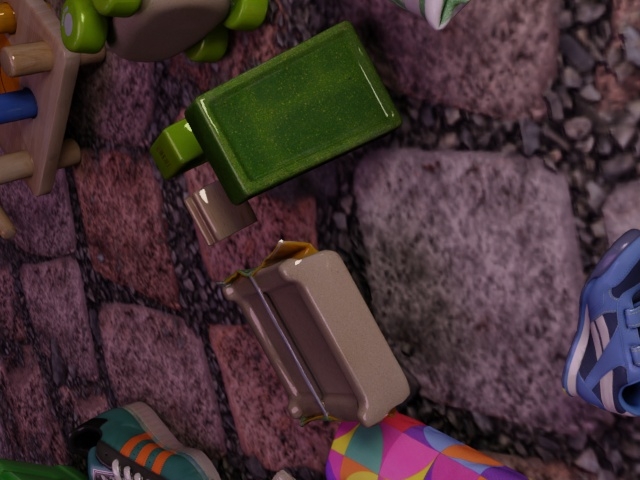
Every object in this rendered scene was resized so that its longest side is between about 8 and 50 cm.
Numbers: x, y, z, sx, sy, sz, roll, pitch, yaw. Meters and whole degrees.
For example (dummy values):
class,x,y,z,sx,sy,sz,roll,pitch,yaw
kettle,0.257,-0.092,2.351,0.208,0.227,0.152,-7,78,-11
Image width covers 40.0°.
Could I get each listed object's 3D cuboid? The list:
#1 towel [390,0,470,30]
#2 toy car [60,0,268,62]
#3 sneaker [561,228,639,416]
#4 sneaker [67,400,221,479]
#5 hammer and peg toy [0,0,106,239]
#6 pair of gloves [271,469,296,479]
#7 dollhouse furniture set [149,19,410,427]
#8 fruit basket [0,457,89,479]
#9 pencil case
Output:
class,x,y,z,sx,sy,sz,roll,pitch,yaw
towel,0.013,-0.305,0.601,0.325,0.038,0.248,48,145,47
toy car,-0.157,-0.274,0.818,0.149,0.155,0.189,-23,75,51
sneaker,0.207,0.058,0.592,0.059,0.053,0.144,32,136,39
sneaker,-0.228,0.311,1.137,0.302,0.121,0.108,23,119,50
hammer and peg toy,-0.411,-0.187,1.161,0.266,0.127,0.361,50,137,21
pair of gloves,0.037,0.355,0.904,0.204,0.042,0.240,27,138,39
dollhouse furniture set,0.000,0.000,0.775,0.302,0.151,0.197,62,157,-3
fruit basket,-0.376,0.537,1.381,0.392,0.283,0.392,26,164,8
pencil case,0.109,0.219,0.738,0.236,0.104,0.105,19,119,45
